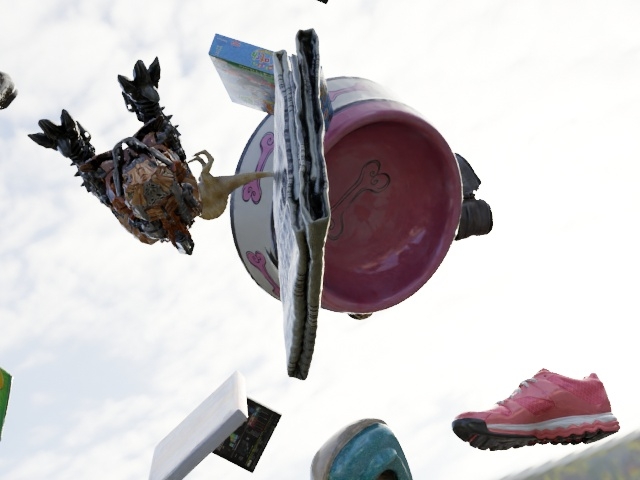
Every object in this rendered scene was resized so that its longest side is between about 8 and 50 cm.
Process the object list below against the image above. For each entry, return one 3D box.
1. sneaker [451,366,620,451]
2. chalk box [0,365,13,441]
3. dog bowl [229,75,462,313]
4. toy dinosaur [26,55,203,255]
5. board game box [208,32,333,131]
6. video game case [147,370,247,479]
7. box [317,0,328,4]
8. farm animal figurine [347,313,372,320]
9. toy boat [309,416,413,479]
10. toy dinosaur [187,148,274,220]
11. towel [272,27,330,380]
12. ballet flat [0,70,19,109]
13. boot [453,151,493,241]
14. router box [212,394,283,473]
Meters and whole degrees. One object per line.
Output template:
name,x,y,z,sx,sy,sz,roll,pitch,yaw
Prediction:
sneaker,0.374,0.297,2.213,0.314,0.136,0.116,0,-22,-15
chalk box,-0.451,0.198,1.450,0.132,0.132,0.213,-38,-61,15
dog bowl,0.061,-0.060,2.053,0.408,0.150,0.408,-10,-71,-30
toy dinosaur,-0.208,-0.064,1.420,0.164,0.218,0.322,-29,-10,-26
board game box,-0.067,-0.226,1.804,0.211,0.160,0.039,64,-135,-77
video game case,-0.202,0.320,2.053,0.204,0.025,0.285,-43,8,1
box,0.002,-0.431,1.692,0.093,0.158,0.156,22,-58,-9
farm animal figurine,0.000,0.000,2.353,0.172,0.330,0.327,-50,-4,-37
toy boat,0.043,0.438,1.859,0.318,0.148,0.267,-39,-55,-36
toy dinosaur,-0.154,-0.077,1.723,0.183,0.093,0.053,-28,0,-1
towel,-0.032,-0.043,1.472,0.056,0.312,0.324,1,-39,-5
ballet flat,-0.436,-0.150,1.522,0.084,0.250,0.058,-18,-61,20
boot,0.182,-0.131,2.402,0.222,0.338,0.118,-25,2,-31
router box,-0.135,0.346,2.241,0.122,0.092,0.038,-63,-1,-2
